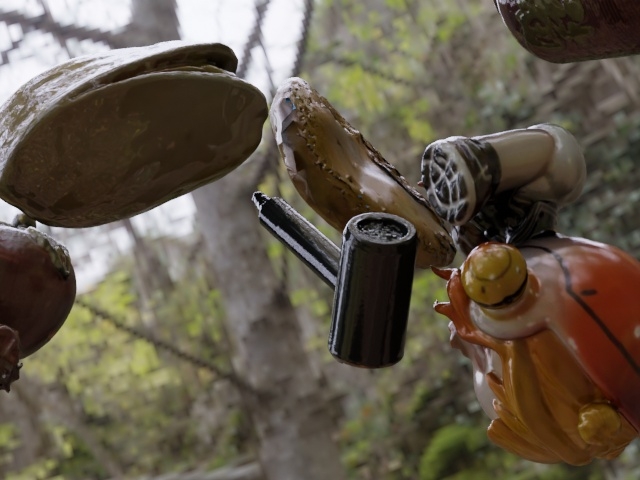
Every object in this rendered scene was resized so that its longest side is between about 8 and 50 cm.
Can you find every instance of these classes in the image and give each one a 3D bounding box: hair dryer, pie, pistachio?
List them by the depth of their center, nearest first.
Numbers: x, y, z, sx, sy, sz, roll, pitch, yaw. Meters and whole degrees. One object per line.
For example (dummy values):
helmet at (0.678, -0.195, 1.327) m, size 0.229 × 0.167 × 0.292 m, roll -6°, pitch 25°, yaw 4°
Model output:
hair dryer at (0.000, 0.000, 1.741) m, size 0.070 × 0.255 × 0.128 m, roll -10°, pitch -56°, yaw -30°
pistachio at (-0.191, -0.112, 1.825) m, size 0.288 × 0.166 × 0.197 m, roll -28°, pitch -23°, yaw -25°
pie at (0.040, -0.066, 2.042) m, size 0.069 × 0.273 × 0.273 m, roll -42°, pitch -37°, yaw 17°

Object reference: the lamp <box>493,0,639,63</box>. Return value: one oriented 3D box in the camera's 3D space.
lamp at (0.289, -0.278, 1.990) m, size 0.180 × 0.180 × 0.258 m, roll 10°, pitch -10°, yaw -41°

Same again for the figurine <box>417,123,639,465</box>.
figurine at (0.209, 0.062, 1.709) m, size 0.196 × 0.323 × 0.320 m, roll -24°, pitch -14°, yaw 8°

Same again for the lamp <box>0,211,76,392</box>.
lamp at (-0.338, 0.069, 2.065) m, size 0.151 × 0.223 × 0.215 m, roll -1°, pitch -13°, yaw -13°
